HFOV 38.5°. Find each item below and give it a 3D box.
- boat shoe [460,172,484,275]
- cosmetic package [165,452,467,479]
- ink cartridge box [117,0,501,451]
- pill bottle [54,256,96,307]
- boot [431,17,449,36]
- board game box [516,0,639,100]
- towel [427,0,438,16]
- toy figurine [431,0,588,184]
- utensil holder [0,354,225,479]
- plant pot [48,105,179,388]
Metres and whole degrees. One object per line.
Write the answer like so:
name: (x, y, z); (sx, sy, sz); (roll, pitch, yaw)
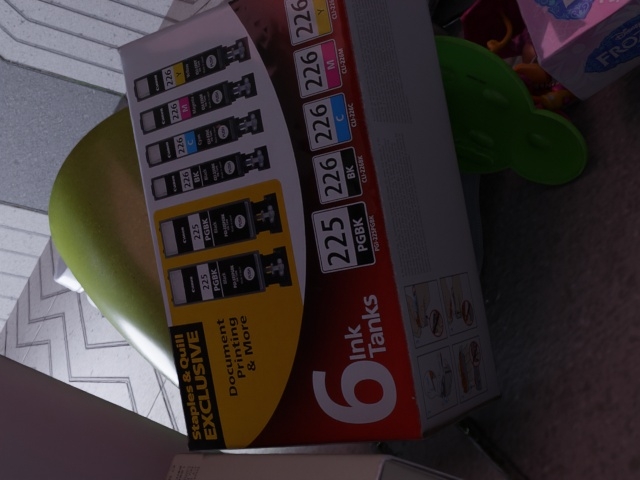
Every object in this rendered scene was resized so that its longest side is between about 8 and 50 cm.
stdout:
boat shoe: (0.099, -0.008, 0.784); (0.076, 0.083, 0.226); (105, -177, -65)
cosmetic package: (0.001, 0.223, 0.612); (0.296, 0.153, 0.129); (-23, 46, 57)
ink cartridge box: (-0.037, -0.009, 0.688); (0.272, 0.130, 0.309); (-12, 87, 35)
pill bottle: (-0.227, 0.052, 1.189); (0.119, 0.208, 0.119); (-46, 27, 32)
boot: (0.083, -0.092, 0.916); (0.246, 0.083, 0.161); (-56, 36, 12)
board game box: (0.258, -0.311, 0.642); (0.318, 0.066, 0.318); (-34, 49, 32)
towel: (0.080, -0.342, 1.028); (0.283, 0.121, 0.235); (117, 164, -50)
toy figurine: (0.161, -0.144, 0.749); (0.159, 0.173, 0.130); (-54, -16, -34)
utensil holder: (-0.267, 0.276, 0.802); (0.327, 0.385, 0.327); (-46, 28, 34)
plant pot: (-0.115, 0.038, 0.958); (0.275, 0.275, 0.293); (-53, 43, 18)
